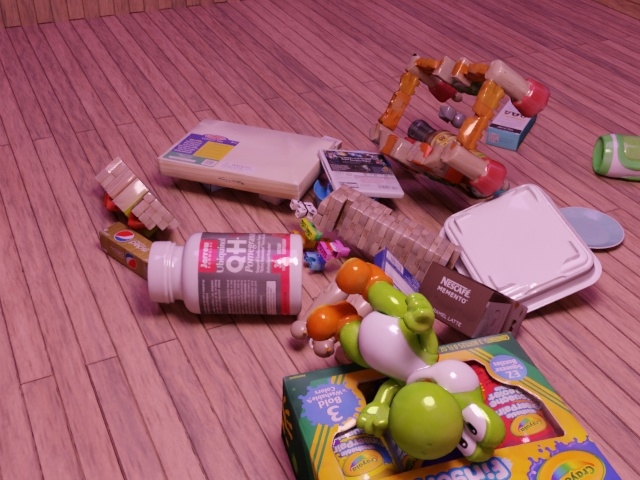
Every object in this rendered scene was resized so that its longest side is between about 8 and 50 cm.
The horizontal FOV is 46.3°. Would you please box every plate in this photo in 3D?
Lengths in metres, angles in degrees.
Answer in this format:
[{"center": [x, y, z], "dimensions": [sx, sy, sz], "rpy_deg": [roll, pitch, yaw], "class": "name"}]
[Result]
[{"center": [0.679, -0.027, 1.920], "dimensions": [0.188, 0.024, 0.188], "rpy_deg": [2, 36, -1], "class": "plate"}]

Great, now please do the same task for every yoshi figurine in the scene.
[{"center": [0.119, 0.195, 1.151], "dimensions": [0.203, 0.204, 0.362], "rpy_deg": [-35, 56, -15], "class": "yoshi figurine"}]

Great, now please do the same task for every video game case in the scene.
[{"center": [0.103, -0.173, 1.936], "dimensions": [0.190, 0.022, 0.173], "rpy_deg": [1, 43, -22], "class": "video game case"}]

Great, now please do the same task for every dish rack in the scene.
[{"center": [0.446, 0.006, 1.714], "dimensions": [0.285, 0.072, 0.333], "rpy_deg": [-23, 46, 0], "class": "dish rack"}]

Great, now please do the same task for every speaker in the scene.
[{"center": [0.945, -0.236, 2.145], "dimensions": [0.296, 0.131, 0.131], "rpy_deg": [5, 35, 3], "class": "speaker"}]

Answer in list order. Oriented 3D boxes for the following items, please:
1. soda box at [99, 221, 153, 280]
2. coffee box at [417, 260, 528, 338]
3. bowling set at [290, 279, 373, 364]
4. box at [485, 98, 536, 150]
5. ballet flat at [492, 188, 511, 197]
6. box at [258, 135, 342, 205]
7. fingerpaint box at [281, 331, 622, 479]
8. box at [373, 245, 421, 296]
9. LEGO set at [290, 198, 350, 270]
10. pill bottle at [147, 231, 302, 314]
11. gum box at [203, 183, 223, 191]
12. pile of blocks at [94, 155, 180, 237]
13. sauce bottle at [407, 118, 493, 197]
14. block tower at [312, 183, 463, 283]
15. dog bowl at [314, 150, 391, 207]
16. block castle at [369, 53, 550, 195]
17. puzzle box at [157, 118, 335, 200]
[{"center": [-0.435, 0.024, 1.746], "dimensions": [0.181, 0.058, 0.061], "rpy_deg": [28, 42, 31], "class": "soda box"}, {"center": [0.304, 0.131, 1.496], "dimensions": [0.141, 0.098, 0.246], "rpy_deg": [28, 4, 31], "class": "coffee box"}, {"center": [0.085, 0.209, 1.452], "dimensions": [0.154, 0.200, 0.287], "rpy_deg": [-45, 20, -10], "class": "bowling set"}, {"center": [0.608, -0.368, 2.365], "dimensions": [0.100, 0.060, 0.244], "rpy_deg": [18, 38, 22], "class": "box"}, {"center": [0.498, -0.010, 1.824], "dimensions": [0.095, 0.096, 0.281], "rpy_deg": [-26, 45, 3], "class": "ballet flat"}, {"center": [-0.050, -0.200, 2.083], "dimensions": [0.067, 0.063, 0.324], "rpy_deg": [20, 39, 27], "class": "box"}, {"center": [0.194, 0.357, 1.223], "dimensions": [0.444, 0.163, 0.371], "rpy_deg": [-8, 36, -14], "class": "fingerpaint box"}, {"center": [0.160, 0.122, 1.581], "dimensions": [0.036, 0.136, 0.225], "rpy_deg": [-35, 20, 24], "class": "box"}, {"center": [0.000, 0.000, 1.784], "dimensions": [0.093, 0.087, 0.227], "rpy_deg": [3, 35, -29], "class": "LEGO set"}, {"center": [-0.197, 0.070, 1.595], "dimensions": [0.318, 0.177, 0.176], "rpy_deg": [1, 35, -2], "class": "pill bottle"}, {"center": [-0.284, -0.214, 2.107], "dimensions": [0.156, 0.041, 0.184], "rpy_deg": [-21, 41, -30], "class": "gum box"}, {"center": [-0.469, -0.088, 1.880], "dimensions": [0.112, 0.149, 0.362], "rpy_deg": [-43, 40, -5], "class": "pile of blocks"}, {"center": [0.369, -0.244, 2.135], "dimensions": [0.111, 0.112, 0.344], "rpy_deg": [-17, 39, -26], "class": "sauce bottle"}, {"center": [0.154, -0.011, 1.726], "dimensions": [0.335, 0.091, 0.097], "rpy_deg": [28, 31, 10], "class": "block tower"}, {"center": [0.087, -0.140, 1.998], "dimensions": [0.165, 0.074, 0.297], "rpy_deg": [14, 37, 14], "class": "dog bowl"}, {"center": [0.349, -0.297, 1.920], "dimensions": [0.212, 0.303, 0.453], "rpy_deg": [27, 2, -29], "class": "block castle"}, {"center": [-0.194, -0.225, 2.014], "dimensions": [0.408, 0.052, 0.272], "rpy_deg": [12, 36, 18], "class": "puzzle box"}]
